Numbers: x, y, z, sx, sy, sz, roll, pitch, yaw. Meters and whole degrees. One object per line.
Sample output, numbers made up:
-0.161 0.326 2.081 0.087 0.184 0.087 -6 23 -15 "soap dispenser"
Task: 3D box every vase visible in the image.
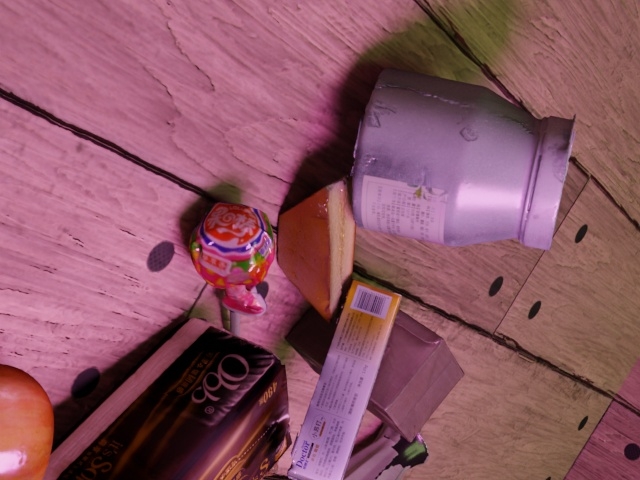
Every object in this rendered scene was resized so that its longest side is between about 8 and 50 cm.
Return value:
0.052 0.480 2.191 0.360 0.165 0.165 -38 143 -36 "vase"

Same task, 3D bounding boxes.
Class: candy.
-0.125 0.086 1.676 0.124 0.124 0.365 -37 151 -29 "candy"

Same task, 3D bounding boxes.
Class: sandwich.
0.000 0.000 1.756 0.094 0.096 0.258 -35 141 -40 "sandwich"

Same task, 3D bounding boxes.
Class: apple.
-0.405 0.229 1.342 0.199 0.199 0.199 -34 141 -33 "apple"

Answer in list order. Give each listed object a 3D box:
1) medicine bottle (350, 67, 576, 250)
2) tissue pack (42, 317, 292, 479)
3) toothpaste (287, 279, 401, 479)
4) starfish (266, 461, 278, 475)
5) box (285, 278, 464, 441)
0.213 -0.110 1.699 0.245 0.290 0.244 11 90 -77 "medicine bottle"
-0.220 0.299 1.573 0.370 0.198 0.210 -45 149 -36 "tissue pack"
0.038 0.219 1.760 0.071 0.089 0.312 98 12 -71 "toothpaste"
-0.139 0.352 1.921 0.236 0.062 0.277 19 105 -52 "starfish"
0.089 0.186 1.901 0.149 0.231 0.155 -50 147 -10 "box"
